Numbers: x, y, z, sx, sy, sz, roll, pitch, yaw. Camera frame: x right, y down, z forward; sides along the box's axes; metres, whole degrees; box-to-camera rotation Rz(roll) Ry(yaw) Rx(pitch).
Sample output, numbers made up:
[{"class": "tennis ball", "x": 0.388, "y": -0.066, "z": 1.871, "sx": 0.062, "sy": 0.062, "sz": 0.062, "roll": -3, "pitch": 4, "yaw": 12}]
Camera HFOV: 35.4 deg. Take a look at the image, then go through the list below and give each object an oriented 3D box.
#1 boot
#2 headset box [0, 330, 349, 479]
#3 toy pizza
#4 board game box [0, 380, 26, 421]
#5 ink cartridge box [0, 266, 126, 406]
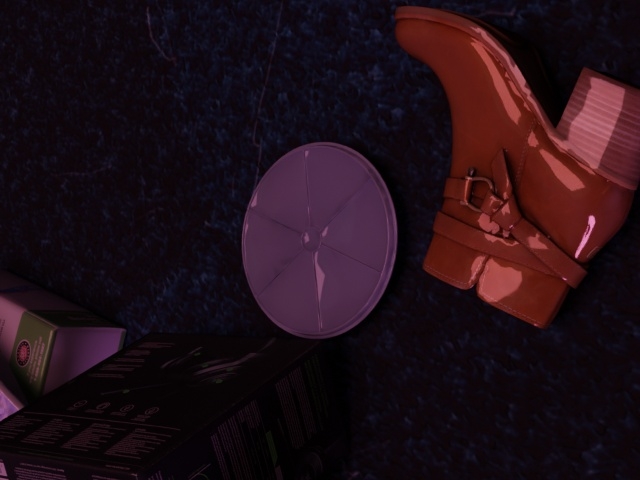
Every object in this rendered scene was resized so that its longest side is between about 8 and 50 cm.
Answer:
[{"class": "boot", "x": 0.143, "y": -0.073, "z": 0.892, "sx": 0.283, "sy": 0.109, "sz": 0.220, "roll": 32, "pitch": 109, "yaw": 28}, {"class": "headset box", "x": -0.146, "y": 0.196, "z": 0.969, "sx": 0.246, "sy": 0.283, "sz": 0.131, "roll": -2, "pitch": 109, "yaw": 36}, {"class": "toy pizza", "x": 0.000, "y": 0.000, "z": 1.028, "sx": 0.201, "sy": 0.032, "sz": 0.201, "roll": -3, "pitch": 85, "yaw": 38}, {"class": "board game box", "x": -0.403, "y": 0.340, "z": 1.178, "sx": 0.390, "sy": 0.050, "sz": 0.390, "roll": 40, "pitch": 124, "yaw": 19}, {"class": "ink cartridge box", "x": -0.395, "y": 0.160, "z": 1.270, "sx": 0.278, "sy": 0.117, "sz": 0.201, "roll": 19, "pitch": 98, "yaw": 37}]
